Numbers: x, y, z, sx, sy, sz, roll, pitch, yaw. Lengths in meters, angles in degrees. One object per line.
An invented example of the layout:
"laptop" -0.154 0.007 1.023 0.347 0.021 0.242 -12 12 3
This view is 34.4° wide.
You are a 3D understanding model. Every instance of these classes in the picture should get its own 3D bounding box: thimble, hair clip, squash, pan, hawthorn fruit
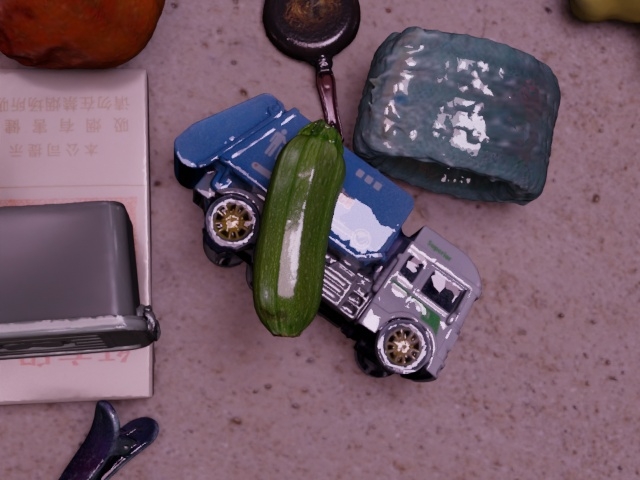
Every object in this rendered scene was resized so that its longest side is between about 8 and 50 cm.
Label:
"thimble" 0.145 -0.131 1.107 0.235 0.198 0.143 16 83 -34
"hair clip" -0.279 0.299 1.108 0.048 0.083 0.275 32 87 38
"squash" -0.022 -0.014 1.008 0.077 0.068 0.219 18 77 -23
"pan" -0.002 -0.214 1.185 0.114 0.040 0.212 -10 86 -1
"hawthorn fruit" -0.293 -0.267 1.100 0.243 0.207 0.207 -23 88 31

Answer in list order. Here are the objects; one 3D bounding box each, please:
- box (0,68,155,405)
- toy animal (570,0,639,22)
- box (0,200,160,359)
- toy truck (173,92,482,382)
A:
"box" -0.288 -0.006 1.134 0.204 0.051 0.365 -1 86 -7
"toy animal" 0.345 -0.361 1.153 0.338 0.191 0.216 43 83 -1
"box" -0.286 0.042 1.031 0.243 0.163 0.135 -3 77 -5
"toy truck" 0.000 0.000 1.117 0.367 0.146 0.175 37 79 -2
